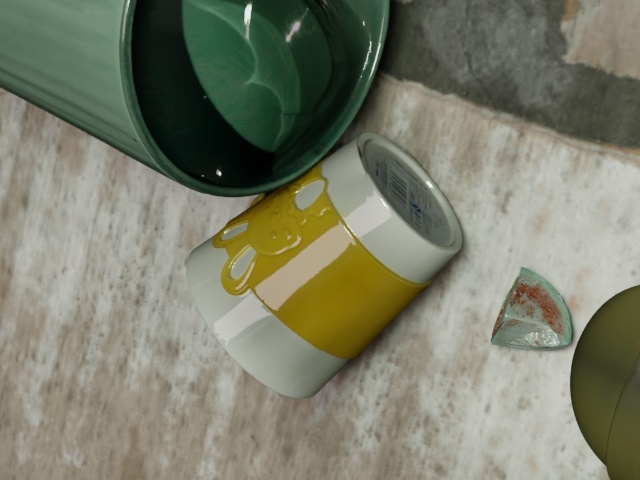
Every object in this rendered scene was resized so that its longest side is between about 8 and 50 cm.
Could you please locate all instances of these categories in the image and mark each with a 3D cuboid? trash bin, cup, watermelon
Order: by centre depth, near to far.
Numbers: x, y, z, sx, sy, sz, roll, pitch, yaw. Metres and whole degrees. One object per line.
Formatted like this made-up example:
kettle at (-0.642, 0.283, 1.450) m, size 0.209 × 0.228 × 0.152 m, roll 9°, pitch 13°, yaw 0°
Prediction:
trash bin at (0.365, 0.146, 1.616) m, size 0.334 × 0.214 × 0.214 m, roll 23°, pitch 107°, yaw 30°
watermelon at (0.193, 0.074, 1.805) m, size 0.085 × 0.061 × 0.085 m, roll 1°, pitch 92°, yaw 40°
cup at (-0.132, -0.252, 1.844) m, size 0.392 × 0.401 × 0.310 m, roll 22°, pitch 131°, yaw 43°
cup at (0.000, 0.000, 1.867) m, size 0.226 × 0.185 × 0.241 m, roll -39°, pitch 44°, yaw 23°
